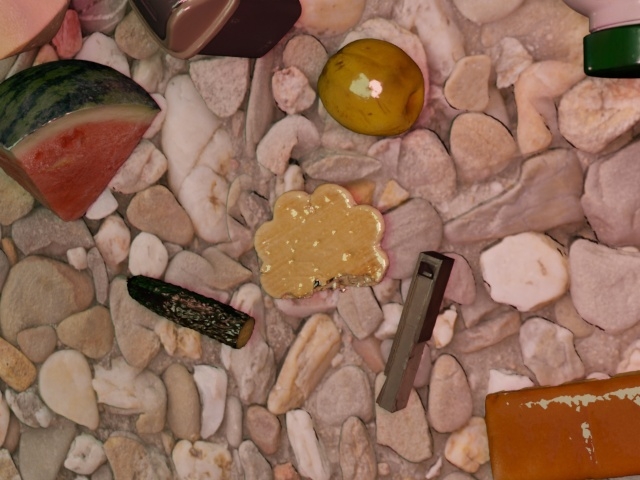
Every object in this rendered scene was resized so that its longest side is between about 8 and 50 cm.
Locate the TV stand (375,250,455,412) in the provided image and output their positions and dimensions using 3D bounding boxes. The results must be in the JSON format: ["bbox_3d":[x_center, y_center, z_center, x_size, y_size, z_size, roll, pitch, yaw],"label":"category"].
[{"bbox_3d":[0.146,0.143,1.596,0.040,0.049,0.256,23,105,29],"label":"TV stand"}]

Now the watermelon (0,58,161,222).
[{"bbox_3d":[-0.451,-0.182,1.862,0.250,0.283,0.292,-9,114,46],"label":"watermelon"}]

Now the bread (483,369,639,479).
[{"bbox_3d":[0.404,0.256,1.429,0.361,0.077,0.138,-14,87,31],"label":"bread"}]

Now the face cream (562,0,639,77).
[{"bbox_3d":[0.433,-0.390,1.288,0.312,0.219,0.357,1,94,31],"label":"face cream"}]

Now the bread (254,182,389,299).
[{"bbox_3d":[0.000,0.000,1.681,0.251,0.039,0.181,-12,87,31],"label":"bread"}]

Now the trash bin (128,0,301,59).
[{"bbox_3d":[-0.178,-0.395,1.617,0.182,0.290,0.209,-44,72,26],"label":"trash bin"}]

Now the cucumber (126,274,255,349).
[{"bbox_3d":[-0.246,0.117,1.824,0.293,0.067,0.067,19,103,29],"label":"cucumber"}]

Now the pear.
[{"bbox_3d":[0.077,-0.233,1.556,0.162,0.149,0.149,29,107,19],"label":"pear"}]

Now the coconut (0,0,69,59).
[{"bbox_3d":[-0.592,-0.482,1.867,0.297,0.309,0.297,-15,48,18],"label":"coconut"}]
